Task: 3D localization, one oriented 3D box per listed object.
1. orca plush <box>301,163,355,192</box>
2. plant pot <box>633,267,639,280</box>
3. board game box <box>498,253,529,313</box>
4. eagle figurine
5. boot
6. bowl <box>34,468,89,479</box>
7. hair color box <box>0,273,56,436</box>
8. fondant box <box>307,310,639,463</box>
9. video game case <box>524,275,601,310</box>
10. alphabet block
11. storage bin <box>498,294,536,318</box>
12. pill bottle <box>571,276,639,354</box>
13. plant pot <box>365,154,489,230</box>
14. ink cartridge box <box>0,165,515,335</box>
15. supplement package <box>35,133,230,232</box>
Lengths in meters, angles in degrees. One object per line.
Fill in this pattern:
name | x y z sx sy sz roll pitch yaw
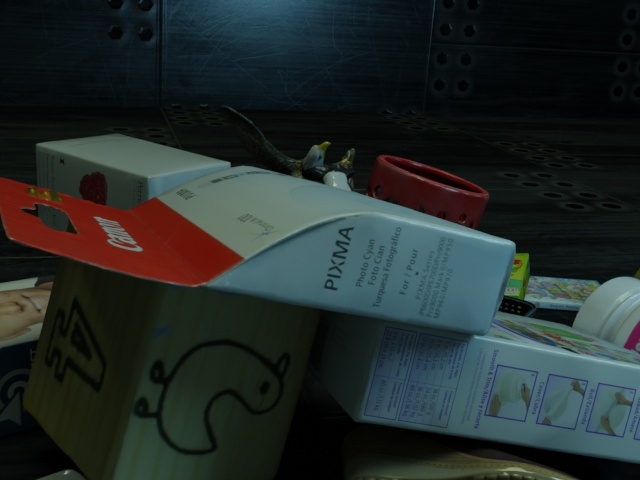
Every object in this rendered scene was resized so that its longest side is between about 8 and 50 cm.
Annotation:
orca plush | 0.000 0.000 1.225 0.151 0.102 0.287 11 42 -27
plant pot | 0.510 0.080 1.191 0.134 0.134 0.095 2 -6 -7
board game box | 0.266 0.069 1.240 0.092 0.043 0.181 -1 18 19
eagle figurine | -0.062 -0.120 1.494 0.298 0.225 0.226 2 27 -30
boot | 0.147 0.198 0.768 0.248 0.090 0.207 9 17 9
bowl | -0.215 0.235 0.636 0.142 0.053 0.142 -12 22 -43
hair color box | -0.308 0.116 0.902 0.347 0.105 0.174 -11 22 -37
fondant box | 0.160 0.124 0.811 0.330 0.096 0.238 11 4 -16
video game case | 0.376 0.084 1.300 0.166 0.015 0.119 4 18 2
alphabet block | -0.140 0.101 0.764 0.192 0.197 0.193 10 8 -41
storage bin | 0.173 0.115 1.047 0.180 0.084 0.122 14 20 30
pill bottle | 0.417 0.148 0.870 0.160 0.160 0.283 -5 19 -27
plant pot | 0.154 -0.028 1.302 0.191 0.174 0.191 18 11 -4
ink cartridge box | -0.075 -0.025 0.715 0.385 0.091 0.308 14 6 -26
supplement package | -0.311 -0.062 1.338 0.293 0.177 0.175 16 21 36
